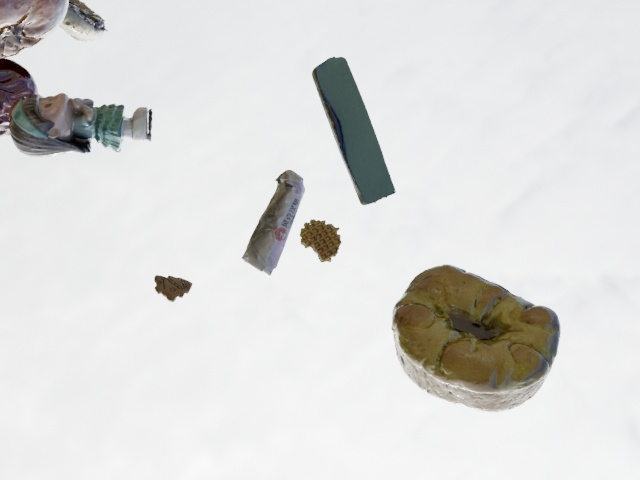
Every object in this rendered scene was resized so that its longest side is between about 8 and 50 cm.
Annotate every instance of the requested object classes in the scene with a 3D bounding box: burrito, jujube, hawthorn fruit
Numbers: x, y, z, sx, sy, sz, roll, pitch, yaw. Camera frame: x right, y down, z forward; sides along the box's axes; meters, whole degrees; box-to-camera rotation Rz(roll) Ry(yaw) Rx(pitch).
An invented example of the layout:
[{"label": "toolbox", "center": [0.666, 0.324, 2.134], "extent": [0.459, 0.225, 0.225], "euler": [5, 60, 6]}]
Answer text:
[{"label": "burrito", "center": [-0.081, -0.034, 2.163], "extent": [0.064, 0.064, 0.203], "euler": [-1, -118, 52]}, {"label": "jujube", "center": [-0.631, -0.265, 2.259], "extent": [0.155, 0.155, 0.230], "euler": [-24, 176, 24]}, {"label": "hawthorn fruit", "center": [-0.517, -0.378, 1.810], "extent": [0.235, 0.263, 0.231], "euler": [-51, 164, -47]}]

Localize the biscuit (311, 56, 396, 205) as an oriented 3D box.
[{"label": "biscuit", "center": [0.067, -0.232, 2.570], "extent": [0.099, 0.322, 0.038], "euler": [-26, -170, -27]}]

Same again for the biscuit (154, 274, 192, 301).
[{"label": "biscuit", "center": [-0.312, 0.099, 2.587], "extent": [0.092, 0.016, 0.082], "euler": [-8, -137, -33]}]

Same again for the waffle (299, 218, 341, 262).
[{"label": "waffle", "center": [0.000, -0.002, 2.315], "extent": [0.078, 0.085, 0.016], "euler": [-65, -171, -20]}]

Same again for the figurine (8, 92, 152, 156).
[{"label": "figurine", "center": [-0.412, -0.197, 2.071], "extent": [0.245, 0.110, 0.138], "euler": [1, -170, -9]}]

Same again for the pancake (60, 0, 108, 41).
[{"label": "pancake", "center": [-0.594, -0.513, 2.421], "extent": [0.071, 0.382, 0.382], "euler": [-55, -156, 5]}]

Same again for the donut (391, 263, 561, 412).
[{"label": "donut", "center": [0.232, 0.159, 1.878], "extent": [0.261, 0.128, 0.208], "euler": [25, -129, 19]}]
